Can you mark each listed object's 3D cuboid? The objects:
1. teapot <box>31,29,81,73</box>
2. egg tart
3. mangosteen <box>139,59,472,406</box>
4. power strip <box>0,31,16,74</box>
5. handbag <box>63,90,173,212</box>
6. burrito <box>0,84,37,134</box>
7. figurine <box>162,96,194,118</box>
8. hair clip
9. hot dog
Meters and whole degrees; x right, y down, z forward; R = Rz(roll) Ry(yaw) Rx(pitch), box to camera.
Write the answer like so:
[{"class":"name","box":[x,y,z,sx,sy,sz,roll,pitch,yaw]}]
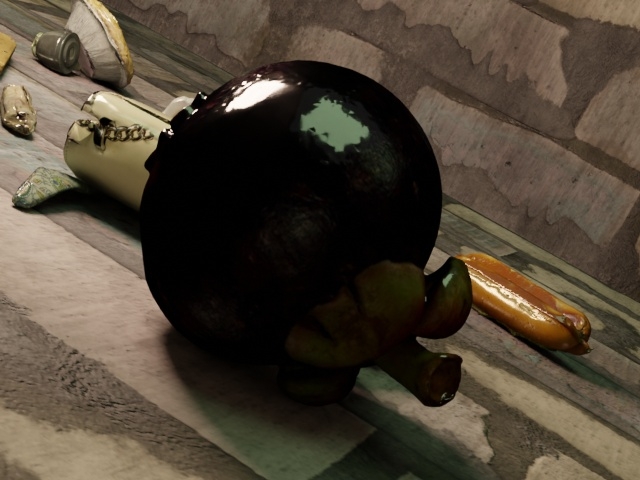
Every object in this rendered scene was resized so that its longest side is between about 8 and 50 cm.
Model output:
[{"class":"teapot","box":[-0.577,-0.404,2.462,0.091,0.124,0.092,17,50,13]},{"class":"egg tart","box":[-0.510,-0.439,2.554,0.234,0.094,0.234,47,-22,26]},{"class":"mangosteen","box":[0.000,0.000,1.313,0.435,0.382,0.382,38,11,-5]},{"class":"power strip","box":[-0.636,-0.363,2.205,0.064,0.044,0.305,23,14,-16]},{"class":"handbag","box":[-0.181,-0.076,1.680,0.359,0.160,0.237,28,-2,7]},{"class":"burrito","box":[-0.499,-0.216,1.873,0.058,0.045,0.188,-3,24,-16]},{"class":"figurine","box":[-0.217,-0.173,2.107,0.176,0.133,0.236,31,11,-31]},{"class":"hair clip","box":[-0.370,-0.076,1.574,0.066,0.036,0.229,32,12,2]},{"class":"hot dog","box":[0.386,0.131,2.221,0.337,0.100,0.135,34,22,34]}]
